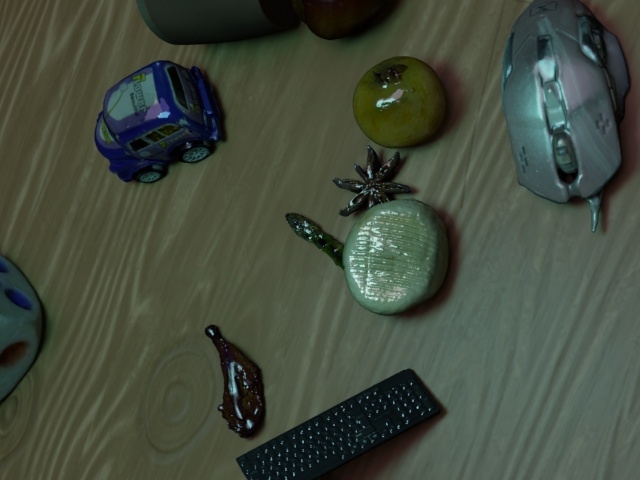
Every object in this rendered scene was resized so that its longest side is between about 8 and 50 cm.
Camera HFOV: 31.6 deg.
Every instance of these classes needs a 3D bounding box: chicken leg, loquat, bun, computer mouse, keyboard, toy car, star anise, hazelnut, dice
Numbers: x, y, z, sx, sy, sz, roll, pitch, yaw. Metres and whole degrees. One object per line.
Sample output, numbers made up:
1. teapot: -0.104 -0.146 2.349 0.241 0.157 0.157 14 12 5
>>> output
1. chicken leg: -0.147 0.233 1.909 0.093 0.053 0.205 -23 65 37
2. loquat: 0.126 -0.221 1.811 0.163 0.163 0.137 0 48 27
3. bun: 0.119 0.026 1.781 0.164 0.111 0.188 5 87 11
4. computer mouse: 0.359 -0.201 1.704 0.199 0.115 0.389 -14 72 27
5. keyboard: 0.027 0.294 1.719 0.309 0.018 0.101 -25 51 -15
6. toy car: -0.310 -0.216 2.026 0.235 0.158 0.172 -27 68 20
7. star anise: 0.090 -0.082 1.855 0.141 0.042 0.141 -5 77 24
8. hazelnut: 0.026 -0.435 1.907 0.178 0.178 0.204 -47 58 11
9. dice: -0.683 0.160 2.083 0.259 0.251 0.243 -49 61 11

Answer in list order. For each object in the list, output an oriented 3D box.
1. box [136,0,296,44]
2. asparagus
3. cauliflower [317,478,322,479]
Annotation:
1. box: -0.163 -0.485 1.949 0.216 0.301 0.301 2 80 21
2. asparagus: 0.000 0.000 1.891 0.165 0.030 0.036 36 107 28
3. cauliflower: -0.096 0.500 1.755 0.250 0.275 0.272 -2 108 62
